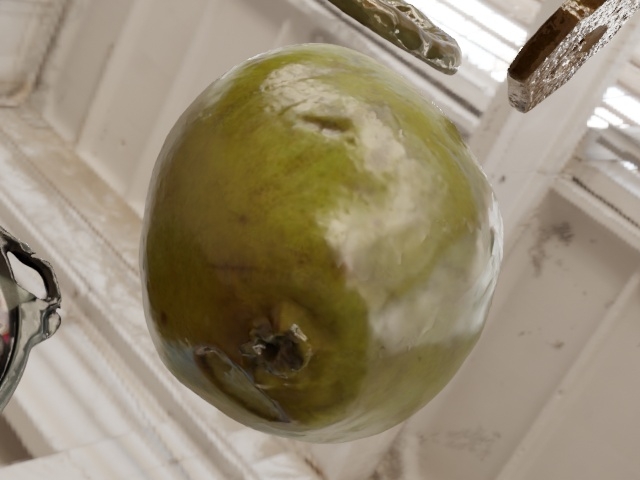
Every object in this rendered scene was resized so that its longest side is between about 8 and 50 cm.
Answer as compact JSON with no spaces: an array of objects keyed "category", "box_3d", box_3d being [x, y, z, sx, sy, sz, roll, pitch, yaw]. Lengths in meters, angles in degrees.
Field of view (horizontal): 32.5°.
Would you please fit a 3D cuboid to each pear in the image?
[{"category":"pear","box_3d":[0.000,0.000,0.761,0.269,0.321,0.269,2,-75,8]}]

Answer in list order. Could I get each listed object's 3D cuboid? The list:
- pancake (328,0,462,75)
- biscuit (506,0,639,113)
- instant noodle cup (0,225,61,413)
[{"category":"pancake","box_3d":[0.041,-0.278,1.221,0.294,0.294,0.049,44,-76,30]},{"category":"biscuit","box_3d":[0.265,-0.220,1.076,0.215,0.182,0.034,-43,-103,2]},{"category":"instant noodle cup","box_3d":[-0.361,0.090,0.810,0.181,0.302,0.258,-51,-138,49]}]
